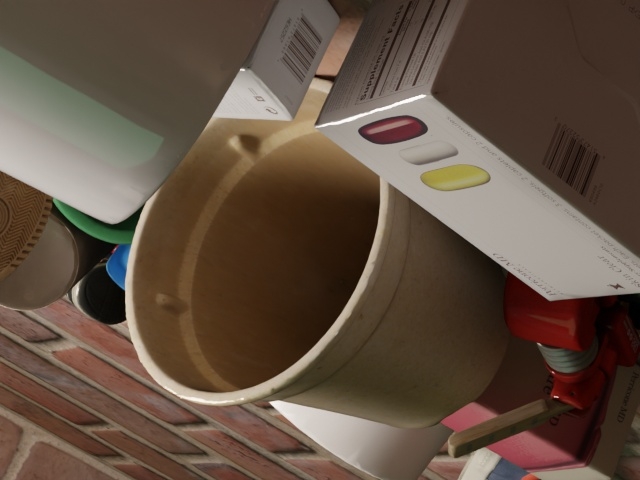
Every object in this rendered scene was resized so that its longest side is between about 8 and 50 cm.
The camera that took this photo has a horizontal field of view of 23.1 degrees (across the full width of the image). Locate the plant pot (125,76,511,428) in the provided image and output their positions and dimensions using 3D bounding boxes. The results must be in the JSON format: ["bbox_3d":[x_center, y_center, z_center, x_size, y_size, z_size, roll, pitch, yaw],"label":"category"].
[{"bbox_3d":[0.028,0.047,1.589,0.333,0.334,0.305,4,162,43],"label":"plant pot"}]

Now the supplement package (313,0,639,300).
[{"bbox_3d":[0.165,-0.107,1.165,0.262,0.204,0.145,34,158,-26],"label":"supplement package"}]

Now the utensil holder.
[{"bbox_3d":[-0.251,-0.229,1.162,0.385,0.328,0.327,30,158,-18],"label":"utensil holder"}]

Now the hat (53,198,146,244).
[{"bbox_3d":[-0.240,-0.115,1.807,0.208,0.173,0.183,41,-171,-22],"label":"hat"}]

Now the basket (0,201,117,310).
[{"bbox_3d":[-0.337,-0.013,1.864,0.204,0.154,0.227,32,-166,-12],"label":"basket"}]

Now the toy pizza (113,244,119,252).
[{"bbox_3d":[-0.249,-0.003,2.105,0.201,0.032,0.201,21,159,9],"label":"toy pizza"}]

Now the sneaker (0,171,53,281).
[{"bbox_3d":[-0.357,-0.089,1.695,0.099,0.282,0.153,22,172,-38],"label":"sneaker"}]

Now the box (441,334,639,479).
[{"bbox_3d":[0.240,0.169,1.822,0.232,0.149,0.127,30,158,-14],"label":"box"}]

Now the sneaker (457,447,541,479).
[{"bbox_3d":[0.277,0.336,2.205,0.148,0.131,0.350,27,159,6],"label":"sneaker"}]

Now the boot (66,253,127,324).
[{"bbox_3d":[-0.335,0.050,2.180,0.178,0.085,0.236,19,-175,22],"label":"boot"}]

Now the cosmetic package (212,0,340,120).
[{"bbox_3d":[-0.107,-0.179,1.415,0.231,0.117,0.085,6,152,38],"label":"cosmetic package"}]

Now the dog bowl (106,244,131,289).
[{"bbox_3d":[-0.166,0.003,1.933,0.166,0.074,0.297,21,153,-6],"label":"dog bowl"}]

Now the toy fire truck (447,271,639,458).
[{"bbox_3d":[0.222,0.101,1.539,0.158,0.246,0.217,12,156,29],"label":"toy fire truck"}]

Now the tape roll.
[{"bbox_3d":[0.035,0.177,1.952,0.286,0.100,0.286,34,-170,-7],"label":"tape roll"}]
